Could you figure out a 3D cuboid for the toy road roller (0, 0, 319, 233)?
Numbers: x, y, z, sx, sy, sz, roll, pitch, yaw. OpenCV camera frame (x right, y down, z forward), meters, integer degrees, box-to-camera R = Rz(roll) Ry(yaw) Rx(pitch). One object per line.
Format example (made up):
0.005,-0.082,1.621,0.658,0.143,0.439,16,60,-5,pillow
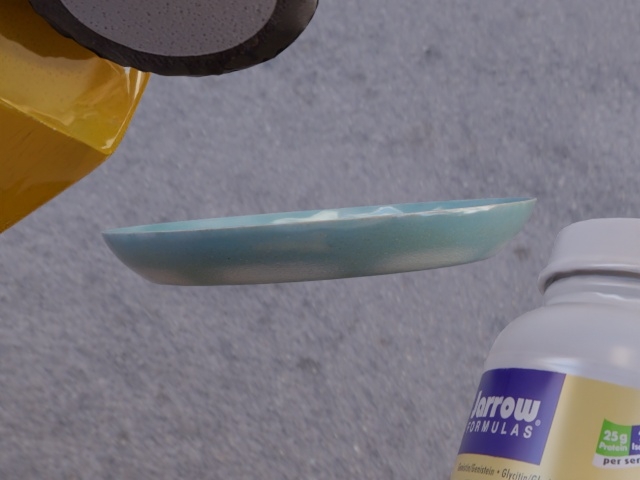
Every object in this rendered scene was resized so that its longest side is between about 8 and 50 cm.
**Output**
-0.153,-0.155,0.481,0.329,0.240,0.203,-30,45,45,toy road roller

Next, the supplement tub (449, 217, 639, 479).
0.184,0.178,0.752,0.241,0.241,0.331,14,77,19,supplement tub

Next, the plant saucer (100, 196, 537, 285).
0.000,0.000,0.989,0.317,0.317,0.044,-3,93,11,plant saucer
